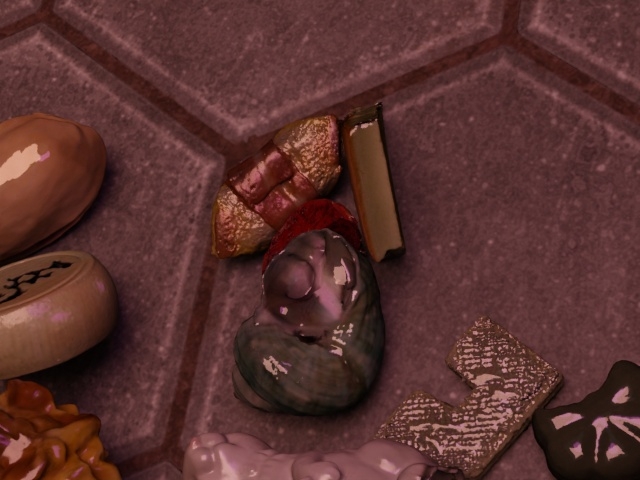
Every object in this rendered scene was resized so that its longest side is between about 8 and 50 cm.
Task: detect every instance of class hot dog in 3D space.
[{"bbox_3d":[-0.065,-0.076,1.890,0.261,0.093,0.123,-39,99,-1],"label":"hot dog"}]

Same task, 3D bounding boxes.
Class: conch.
[{"bbox_3d":[-0.022,0.133,1.752,0.220,0.195,0.277,47,116,9],"label":"conch"}]

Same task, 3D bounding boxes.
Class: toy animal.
[{"bbox_3d":[0.003,0.331,1.636,0.357,0.258,0.193,7,70,30],"label":"toy animal"}]

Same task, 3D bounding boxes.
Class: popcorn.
[{"bbox_3d":[-0.377,0.351,1.741,0.265,0.225,0.332,1,89,28],"label":"popcorn"}]

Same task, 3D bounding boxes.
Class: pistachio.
[{"bbox_3d":[-0.454,-0.072,1.964,0.299,0.187,0.187,-42,63,2],"label":"pistachio"}]

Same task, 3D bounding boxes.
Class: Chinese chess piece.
[{"bbox_3d":[-0.407,0.102,1.837,0.250,0.250,0.101,-12,108,10],"label":"Chinese chess piece"}]

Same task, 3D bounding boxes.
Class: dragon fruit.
[{"bbox_3d":[0.000,0.000,1.843,0.162,0.106,0.083,-40,44,25],"label":"dragon fruit"}]

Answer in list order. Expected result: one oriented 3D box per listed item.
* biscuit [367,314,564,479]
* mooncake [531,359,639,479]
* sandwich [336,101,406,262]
[{"bbox_3d":[0.188,0.224,1.720,0.147,0.046,0.250,40,82,26],"label":"biscuit"},{"bbox_3d":[0.352,0.230,1.643,0.168,0.104,0.175,23,72,29],"label":"mooncake"},{"bbox_3d":[0.075,-0.077,1.847,0.063,0.245,0.212,-10,100,7],"label":"sandwich"}]
